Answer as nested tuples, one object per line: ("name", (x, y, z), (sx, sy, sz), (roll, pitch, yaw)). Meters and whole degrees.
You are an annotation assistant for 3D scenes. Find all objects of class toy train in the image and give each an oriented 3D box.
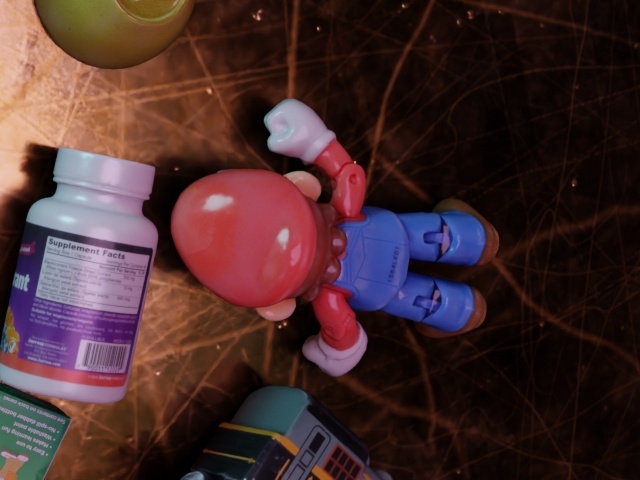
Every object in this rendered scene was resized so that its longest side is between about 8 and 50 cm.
("toy train", (0.009, 0.283, 1.209), (0.334, 0.142, 0.190), (45, 66, -25))

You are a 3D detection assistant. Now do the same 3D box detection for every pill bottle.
("pill bottle", (-0.192, 0.026, 1.082), (0.108, 0.108, 0.193), (12, 90, -28))

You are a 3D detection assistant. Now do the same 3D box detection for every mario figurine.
("mario figurine", (0.000, 0.000, 1.196), (0.320, 0.170, 0.198), (12, 54, -38))

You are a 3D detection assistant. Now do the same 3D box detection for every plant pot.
("plant pot", (-0.154, -0.206, 1.080), (0.134, 0.095, 0.134), (-4, 98, -26))

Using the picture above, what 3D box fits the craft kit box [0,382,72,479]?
("craft kit box", (-0.361, 0.202, 1.049), (0.250, 0.061, 0.247), (27, 86, -27))
